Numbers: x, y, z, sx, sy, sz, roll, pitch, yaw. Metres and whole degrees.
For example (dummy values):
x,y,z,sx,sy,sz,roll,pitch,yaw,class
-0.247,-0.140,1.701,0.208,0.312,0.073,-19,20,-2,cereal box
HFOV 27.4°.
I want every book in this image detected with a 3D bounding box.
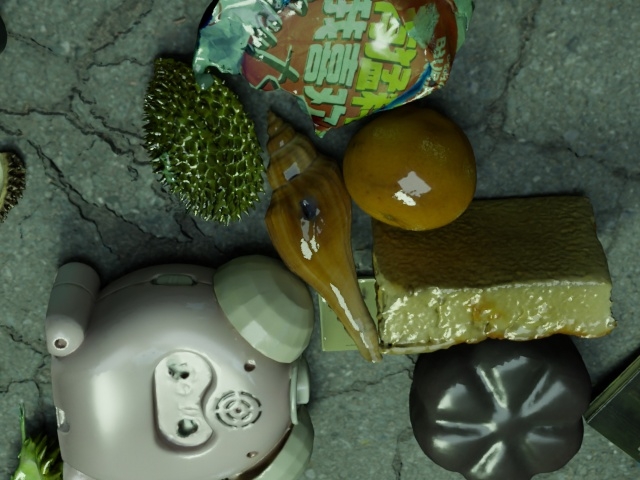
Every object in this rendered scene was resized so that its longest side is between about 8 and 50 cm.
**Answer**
x,y,z,sx,sy,sz,roll,pitch,yaw,class
0.477,0.196,1.724,0.160,0.024,0.228,37,103,-21,book
0.037,0.095,1.689,0.077,0.014,0.111,-3,122,1,book

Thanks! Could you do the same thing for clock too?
x,y,z,sx,sy,sz,roll,pitch,yaw,class
-0.169,0.176,1.654,0.325,0.184,0.342,-2,127,-5,clock

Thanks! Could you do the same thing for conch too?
x,y,z,sx,sy,sz,roll,pitch,yaw,class
0.000,0.000,1.548,0.109,0.093,0.330,-21,95,-2,conch

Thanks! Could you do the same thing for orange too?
x,y,z,sx,sy,sz,roll,pitch,yaw,class
0.104,-0.085,1.503,0.159,0.159,0.136,26,81,-16,orange

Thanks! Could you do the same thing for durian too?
x,y,z,sx,sy,sz,roll,pitch,yaw,class
-0.397,-0.051,1.575,0.066,0.052,0.130,36,116,-17,durian
-0.141,-0.094,1.509,0.137,0.095,0.221,17,138,32,durian
-0.385,0.418,1.810,0.169,0.157,0.356,20,121,7,durian

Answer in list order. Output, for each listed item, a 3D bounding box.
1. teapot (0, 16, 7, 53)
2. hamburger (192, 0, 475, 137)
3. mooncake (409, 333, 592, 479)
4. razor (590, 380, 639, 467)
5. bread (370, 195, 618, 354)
x,y,z,sx,sy,sz,roll,pitch,yaw,class
-0.414,-0.234,1.456,0.090,0.124,0.092,-35,158,36,teapot
0.007,-0.249,1.417,0.276,0.151,0.260,23,138,-31,hamburger
0.231,0.209,1.699,0.244,0.133,0.245,-1,115,-3,mooncake
0.441,0.293,1.800,0.082,0.042,0.253,-32,118,17,razor
0.199,0.040,1.560,0.274,0.185,0.114,-5,128,3,bread
